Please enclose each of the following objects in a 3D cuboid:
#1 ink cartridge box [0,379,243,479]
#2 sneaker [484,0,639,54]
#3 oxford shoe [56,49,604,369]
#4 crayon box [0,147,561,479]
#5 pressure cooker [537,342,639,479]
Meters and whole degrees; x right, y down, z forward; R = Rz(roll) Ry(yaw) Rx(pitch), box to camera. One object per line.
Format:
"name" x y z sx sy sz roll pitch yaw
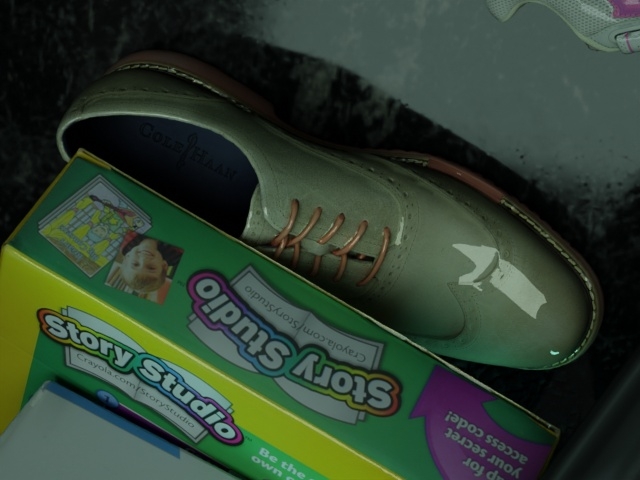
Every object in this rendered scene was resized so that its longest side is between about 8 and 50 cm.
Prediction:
"ink cartridge box" -0.157 0.273 1.168 0.198 0.197 0.270 27 143 8
"sneaker" 0.213 -0.172 1.108 0.252 0.103 0.111 14 115 17
"oxford shoe" 0.000 0.000 1.191 0.397 0.146 0.140 22 110 7
"crayon box" -0.059 0.143 1.208 0.363 0.106 0.313 30 143 4
"pressure cooker" 0.331 0.182 1.032 0.376 0.420 0.369 25 140 24
